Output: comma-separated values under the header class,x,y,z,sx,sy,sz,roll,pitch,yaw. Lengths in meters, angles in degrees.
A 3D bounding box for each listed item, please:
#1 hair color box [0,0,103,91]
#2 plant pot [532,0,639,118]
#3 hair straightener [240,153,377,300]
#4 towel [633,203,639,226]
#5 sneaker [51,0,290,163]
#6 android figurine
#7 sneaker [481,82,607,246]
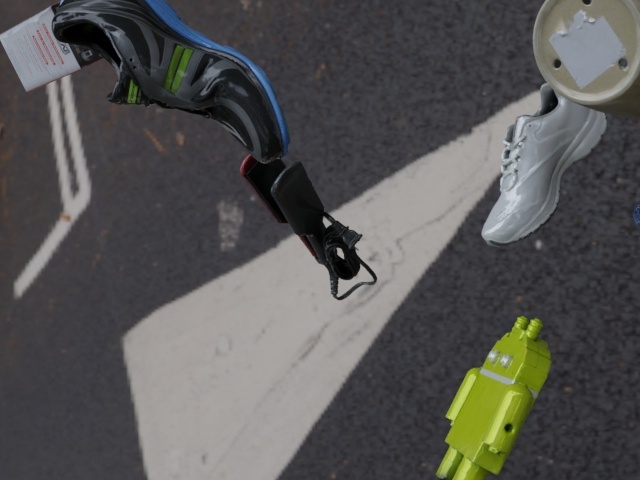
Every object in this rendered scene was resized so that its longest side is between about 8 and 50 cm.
class,x,y,z,sx,sy,sz,roll,pitch,yaw
hair color box,-0.286,-0.209,1.144,0.141,0.043,0.072,-4,114,52
plant pot,0.357,-0.232,1.163,0.256,0.274,0.257,18,118,38
hair straightener,0.000,0.000,1.016,0.089,0.230,0.047,32,71,34
towel,0.480,-0.006,1.453,0.029,0.119,0.067,-53,4,19
sneaker,-0.101,-0.108,0.723,0.188,0.078,0.067,36,156,5
android figurine,0.250,0.236,1.546,0.273,0.056,0.248,-64,6,-2
sneaker,0.331,-0.122,1.701,0.297,0.129,0.111,-57,23,-15
